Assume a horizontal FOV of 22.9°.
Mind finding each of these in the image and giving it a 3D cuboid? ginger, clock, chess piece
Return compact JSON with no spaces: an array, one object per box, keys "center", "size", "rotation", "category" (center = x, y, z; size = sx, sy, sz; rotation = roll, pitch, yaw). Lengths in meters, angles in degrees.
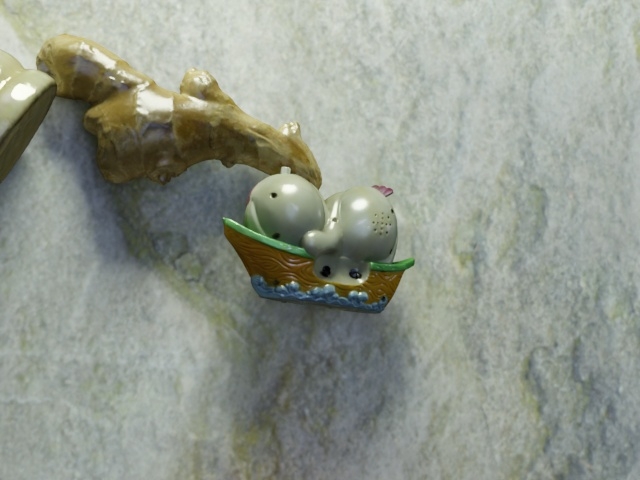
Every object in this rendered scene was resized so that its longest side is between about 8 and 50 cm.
[{"center":[-0.149,-0.120,1.697],"size":[0.334,0.081,0.147],"rotation":[14,63,-14],"category":"ginger"},{"center":[0.000,0.000,1.694],"size":[0.231,0.103,0.144],"rotation":[9,83,-28],"category":"clock"},{"center":[-0.435,-0.170,1.595],"size":[0.300,0.167,0.167],"rotation":[33,74,-2],"category":"chess piece"}]
